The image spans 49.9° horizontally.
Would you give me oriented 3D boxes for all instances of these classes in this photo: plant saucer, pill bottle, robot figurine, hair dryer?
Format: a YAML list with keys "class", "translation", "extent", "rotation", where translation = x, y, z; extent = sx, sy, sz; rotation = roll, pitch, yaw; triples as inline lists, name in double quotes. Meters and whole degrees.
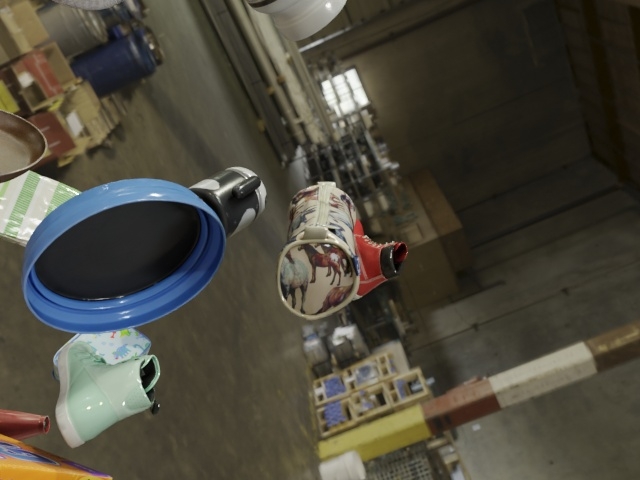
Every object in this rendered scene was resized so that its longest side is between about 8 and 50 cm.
- class: "plant saucer"
  translation: [-0.701, -0.185, 1.342]
  extent: [0.310, 0.311, 0.050]
  rotation: [-104, -152, -54]
- class: "pill bottle"
  translation: [-0.085, -0.466, 1.090]
  extent: [0.278, 0.162, 0.162]
  rotation: [48, 17, -36]
- class: "robot figurine"
  translation: [-0.267, -0.093, 1.880]
  extent: [0.278, 0.209, 0.173]
  rotation: [-38, 132, -49]
- class: "hair dryer"
  translation: [-0.706, 0.468, 1.469]
  extent: [0.223, 0.293, 0.080]
  rotation: [48, -7, 4]

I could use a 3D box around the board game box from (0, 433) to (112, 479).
- class: "board game box"
  translation: [-0.584, 0.436, 0.930]
  extent: [0.356, 0.357, 0.356]
  rotation: [45, 58, -59]

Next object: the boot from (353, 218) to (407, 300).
- class: "boot"
  translation: [0.134, 0.014, 1.691]
  extent: [0.088, 0.176, 0.244]
  rotation: [37, 34, -35]

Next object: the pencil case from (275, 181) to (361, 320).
- class: "pencil case"
  translation: [0.000, 0.000, 1.429]
  extent: [0.410, 0.160, 0.183]
  rotation: [-86, -169, -70]

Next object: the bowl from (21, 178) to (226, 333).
- class: "bowl"
  translation: [-0.380, 0.034, 1.341]
  extent: [0.077, 0.391, 0.391]
  rotation: [58, 1, 32]

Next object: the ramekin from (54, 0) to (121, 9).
- class: "ramekin"
  translation: [-0.421, -0.501, 1.213]
  extent: [0.109, 0.207, 0.207]
  rotation: [117, -37, -48]

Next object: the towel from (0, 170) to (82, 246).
- class: "towel"
  translation: [-0.804, -0.082, 1.911]
  extent: [0.325, 0.038, 0.247]
  rotation: [22, 50, -21]

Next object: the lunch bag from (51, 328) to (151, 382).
- class: "lunch bag"
  translation: [-0.550, 0.295, 1.731]
  extent: [0.219, 0.176, 0.090]
  rotation: [-50, 167, -49]

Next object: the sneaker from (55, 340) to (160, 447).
- class: "sneaker"
  translation: [-0.325, 0.215, 1.079]
  extent: [0.256, 0.151, 0.094]
  rotation: [-135, -155, -64]
